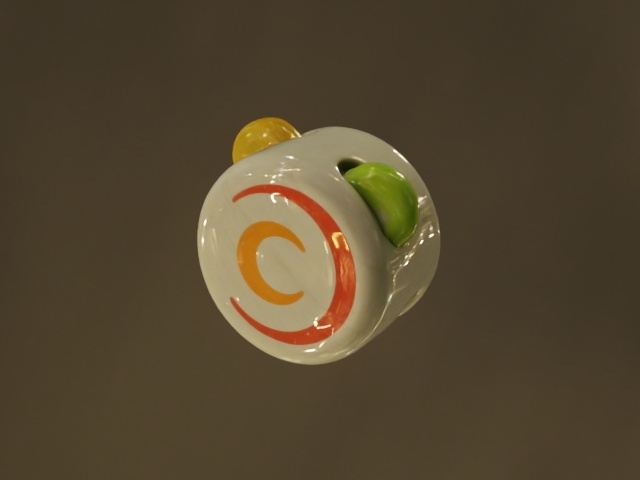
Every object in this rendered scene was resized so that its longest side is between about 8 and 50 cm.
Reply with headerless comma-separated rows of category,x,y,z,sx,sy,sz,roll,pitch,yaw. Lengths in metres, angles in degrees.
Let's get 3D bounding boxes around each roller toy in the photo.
roller toy,0.000,0.000,1.057,0.146,0.209,0.191,-31,-49,-54
